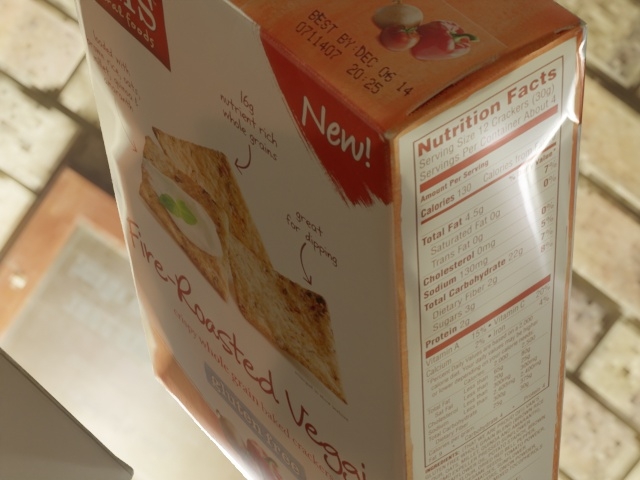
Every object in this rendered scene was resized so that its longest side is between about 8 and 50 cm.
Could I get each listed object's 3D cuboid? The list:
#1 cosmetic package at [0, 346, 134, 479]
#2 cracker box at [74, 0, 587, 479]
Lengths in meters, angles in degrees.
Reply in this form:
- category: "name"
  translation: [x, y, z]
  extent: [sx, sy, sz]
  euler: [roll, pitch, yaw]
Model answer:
- category: "cosmetic package"
  translation: [-0.261, 0.203, 0.550]
  extent: [0.284, 0.377, 0.097]
  euler: [-11, 129, 49]
- category: "cracker box"
  translation: [0.000, 0.000, 0.504]
  extent: [0.156, 0.067, 0.232]
  euler: [42, 151, 36]
